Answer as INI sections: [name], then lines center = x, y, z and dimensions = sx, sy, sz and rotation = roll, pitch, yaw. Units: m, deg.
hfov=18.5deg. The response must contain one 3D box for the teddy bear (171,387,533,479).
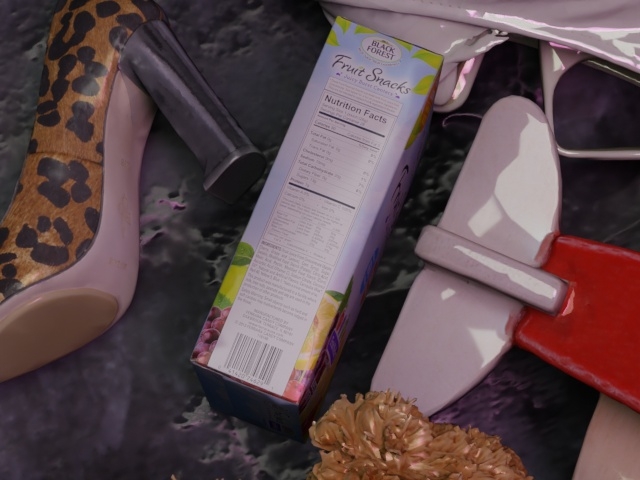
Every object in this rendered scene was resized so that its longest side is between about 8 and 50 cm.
[teddy bear]
center = -0.022, 0.223, 1.028
dimensions = 0.338, 0.113, 0.245
rotation = -23, 86, 34

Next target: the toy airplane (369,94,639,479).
[toy airplane]
center = 0.227, 0.076, 1.063
dimensions = 0.386, 0.272, 0.384
rotation = -29, 63, 24

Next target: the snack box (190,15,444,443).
[snack box]
center = 0.000, 0.000, 1.109
dimensions = 0.070, 0.174, 0.207
rotation = 21, 79, 5

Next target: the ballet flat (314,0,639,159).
[ballet flat]
center = 0.126, -0.122, 1.169
dimensions = 0.400, 0.139, 0.139
rotation = 15, 78, 4

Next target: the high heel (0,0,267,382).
[high heel]
center = -0.177, -0.032, 1.183
dimensions = 0.261, 0.093, 0.186
rotation = -38, 61, 1
